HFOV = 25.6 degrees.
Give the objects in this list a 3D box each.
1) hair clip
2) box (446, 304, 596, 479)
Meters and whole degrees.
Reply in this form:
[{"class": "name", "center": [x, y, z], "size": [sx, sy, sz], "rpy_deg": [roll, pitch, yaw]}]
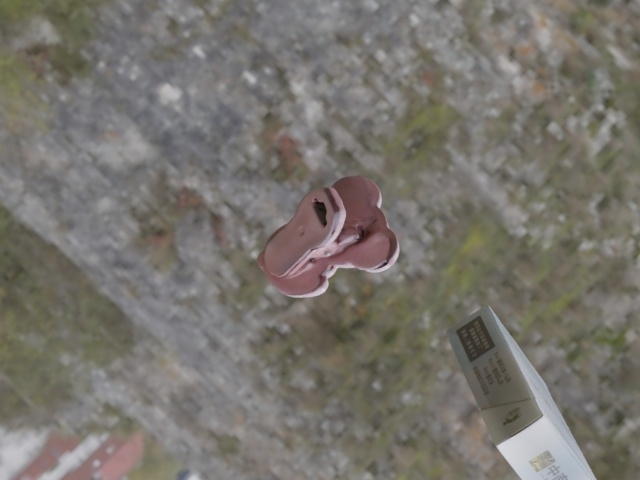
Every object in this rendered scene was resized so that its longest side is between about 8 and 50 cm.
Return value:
[{"class": "hair clip", "center": [0.008, 0.002, 1.574], "size": [0.102, 0.123, 0.138], "rpy_deg": [10, 132, -41]}, {"class": "box", "center": [0.233, 0.199, 1.629], "size": [0.067, 0.155, 0.243], "rpy_deg": [-35, -154, 9]}]
